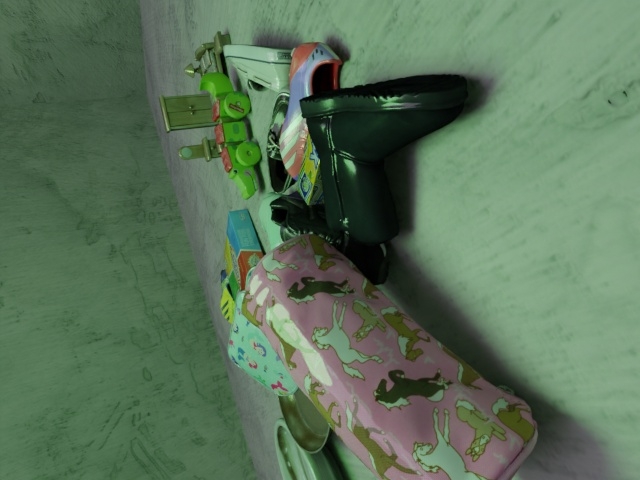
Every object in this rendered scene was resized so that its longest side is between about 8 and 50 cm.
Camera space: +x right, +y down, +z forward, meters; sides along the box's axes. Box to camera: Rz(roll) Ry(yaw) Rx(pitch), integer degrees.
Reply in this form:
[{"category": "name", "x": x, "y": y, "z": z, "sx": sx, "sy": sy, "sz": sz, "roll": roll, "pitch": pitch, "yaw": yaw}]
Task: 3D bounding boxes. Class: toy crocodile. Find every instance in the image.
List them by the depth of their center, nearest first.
[{"category": "toy crocodile", "x": -0.237, "y": -0.277, "z": 1.091, "sx": 0.115, "sy": 0.105, "sz": 0.341, "roll": -1, "pitch": 102, "yaw": 65}]

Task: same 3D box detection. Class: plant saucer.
[{"category": "plant saucer", "x": -0.035, "y": 0.351, "z": 1.005, "sx": 0.310, "sy": 0.050, "sz": 0.311, "roll": 1, "pitch": 92, "yaw": 61}, {"category": "plant saucer", "x": -0.011, "y": 0.676, "z": 1.121, "sx": 0.400, "sy": 0.100, "sz": 0.401, "roll": 43, "pitch": 140, "yaw": 50}]

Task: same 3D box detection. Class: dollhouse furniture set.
[{"category": "dollhouse furniture set", "x": -0.368, "y": -0.403, "z": 1.225, "sx": 0.355, "sy": 0.173, "sz": 0.304, "roll": 9, "pitch": 111, "yaw": 64}]

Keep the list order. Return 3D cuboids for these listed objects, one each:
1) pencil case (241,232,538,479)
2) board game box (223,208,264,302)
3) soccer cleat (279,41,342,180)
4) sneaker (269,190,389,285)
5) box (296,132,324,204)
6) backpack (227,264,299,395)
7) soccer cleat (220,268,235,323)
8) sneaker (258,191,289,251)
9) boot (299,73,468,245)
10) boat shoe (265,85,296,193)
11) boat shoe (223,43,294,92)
[{"category": "pencil case", "x": 0.060, "y": 0.147, "z": 0.517, "sx": 0.386, "sy": 0.167, "sz": 0.160, "roll": 39, "pitch": 116, "yaw": 31}, {"category": "board game box", "x": -0.258, "y": 0.086, "z": 1.361, "sx": 0.317, "sy": 0.064, "sz": 0.242, "roll": 113, "pitch": 140, "yaw": -52}, {"category": "soccer cleat", "x": -0.016, "y": -0.202, "z": 0.694, "sx": 0.095, "sy": 0.083, "sz": 0.248, "roll": 45, "pitch": 139, "yaw": 41}, {"category": "sneaker", "x": 0.000, "y": 0.000, "z": 0.706, "sx": 0.283, "sy": 0.124, "sz": 0.107, "roll": 44, "pitch": 141, "yaw": 49}, {"category": "box", "x": 0.011, "y": -0.142, "z": 0.665, "sx": 0.054, "sy": 0.059, "sz": 0.169, "roll": 55, "pitch": 141, "yaw": 40}, {"category": "backpack", "x": -0.037, "y": 0.168, "z": 0.755, "sx": 0.253, "sy": 0.191, "sz": 0.225, "roll": 28, "pitch": 123, "yaw": 16}, {"category": "soccer cleat", "x": -0.338, "y": 0.239, "z": 1.604, "sx": 0.121, "sy": 0.093, "sz": 0.289, "roll": 38, "pitch": 137, "yaw": 44}, {"category": "sneaker", "x": -0.080, "y": 0.014, "z": 0.928, "sx": 0.151, "sy": 0.094, "sz": 0.256, "roll": 34, "pitch": 128, "yaw": 55}, {"category": "boot", "x": 0.082, "y": -0.093, "z": 0.526, "sx": 0.246, "sy": 0.094, "sz": 0.207, "roll": 13, "pitch": 128, "yaw": 47}, {"category": "boat shoe", "x": -0.066, "y": -0.184, "z": 0.788, "sx": 0.077, "sy": 0.070, "sz": 0.219, "roll": 22, "pitch": 139, "yaw": 15}, {"category": "boat shoe", "x": -0.125, "y": -0.351, "z": 0.835, "sx": 0.267, "sy": 0.096, "sz": 0.088, "roll": 33, "pitch": 128, "yaw": 46}]
